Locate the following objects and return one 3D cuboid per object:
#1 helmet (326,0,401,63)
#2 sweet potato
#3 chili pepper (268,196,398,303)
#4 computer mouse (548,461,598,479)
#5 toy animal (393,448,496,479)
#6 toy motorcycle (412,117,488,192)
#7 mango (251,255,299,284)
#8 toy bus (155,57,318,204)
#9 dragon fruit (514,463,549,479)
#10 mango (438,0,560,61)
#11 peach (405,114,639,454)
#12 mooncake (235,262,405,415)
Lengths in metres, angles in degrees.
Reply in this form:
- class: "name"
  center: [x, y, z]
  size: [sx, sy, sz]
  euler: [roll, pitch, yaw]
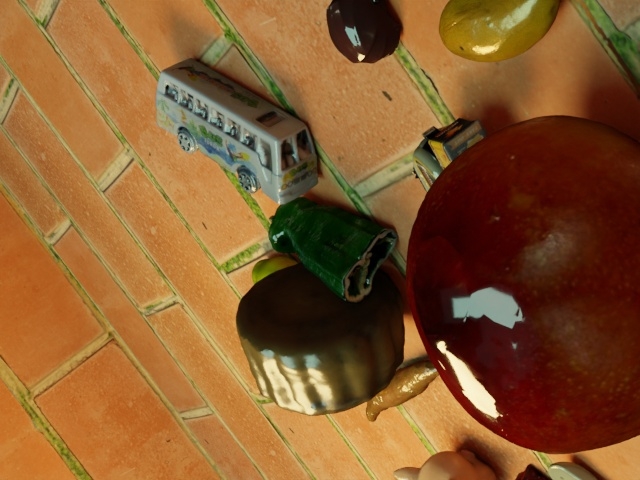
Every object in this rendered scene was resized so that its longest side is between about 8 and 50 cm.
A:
- class: "helmet"
  center: [0.047, -0.292, 1.410]
  size: [0.123, 0.070, 0.098]
  euler: [54, 153, -7]
- class: "sweet potato"
  center: [0.156, 0.266, 1.932]
  size: [0.066, 0.072, 0.314]
  euler: [48, 144, -1]
- class: "chili pepper"
  center: [0.000, 0.000, 1.786]
  size: [0.099, 0.136, 0.270]
  euler: [15, -172, -41]
- class: "computer mouse"
  center: [0.427, 0.391, 1.703]
  size: [0.110, 0.032, 0.056]
  euler: [29, 148, 18]
- class: "toy animal"
  center: [0.266, 0.494, 1.963]
  size: [0.165, 0.149, 0.248]
  euler: [-4, 133, 41]
- class: "toy motorcycle"
  center: [0.218, -0.044, 1.409]
  size: [0.263, 0.091, 0.157]
  euler: [57, 170, -20]
- class: "mango"
  center: [-0.072, 0.085, 2.043]
  size: [0.117, 0.089, 0.163]
  euler: [50, 166, -13]
- class: "toy bus"
  center: [-0.147, -0.192, 1.799]
  size: [0.329, 0.109, 0.136]
  euler: [33, 136, 30]
- class: "dragon fruit"
  center: [0.426, 0.570, 1.793]
  size: [0.317, 0.152, 0.205]
  euler: [34, 150, 30]
- class: "mango"
  center: [0.207, -0.258, 1.207]
  size: [0.098, 0.075, 0.190]
  euler: [52, 147, -14]
- class: "peach"
  center: [0.264, 0.047, 1.151]
  size: [0.388, 0.388, 0.388]
  euler: [37, 149, 26]
- class: "mooncake"
  center: [0.008, 0.161, 1.791]
  size: [0.290, 0.290, 0.161]
  euler: [22, 138, 43]
